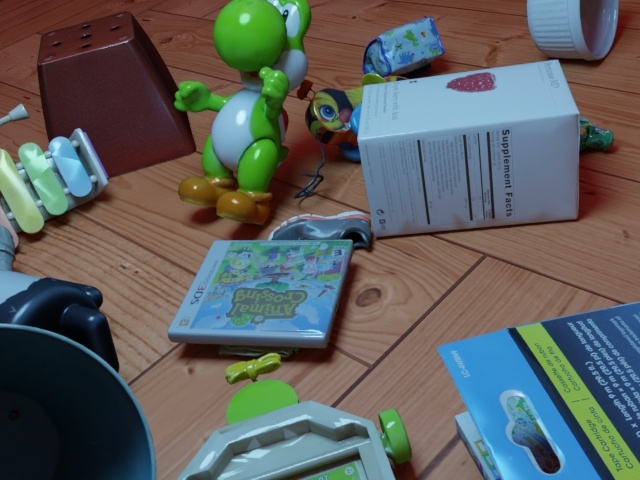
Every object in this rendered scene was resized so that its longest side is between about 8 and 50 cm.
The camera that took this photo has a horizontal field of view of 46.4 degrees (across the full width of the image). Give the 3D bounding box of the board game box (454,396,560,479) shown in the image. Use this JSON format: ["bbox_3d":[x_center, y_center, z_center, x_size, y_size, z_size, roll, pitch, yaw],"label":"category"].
[{"bbox_3d":[0.213,0.221,0.744,0.103,0.026,0.154,-19,36,-6],"label":"board game box"}]

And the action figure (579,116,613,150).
[{"bbox_3d":[0.372,-0.193,1.227,0.232,0.063,0.137,27,49,37],"label":"action figure"}]

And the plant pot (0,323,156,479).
[{"bbox_3d":[-0.325,0.227,0.741,0.290,0.290,0.195,-30,6,-22],"label":"plant pot"}]

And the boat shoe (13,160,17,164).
[{"bbox_3d":[-0.667,-0.060,1.340,0.091,0.109,0.305,15,40,40],"label":"boat shoe"}]

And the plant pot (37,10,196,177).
[{"bbox_3d":[-0.418,-0.294,1.467,0.267,0.235,0.267,-17,36,-6],"label":"plant pot"}]

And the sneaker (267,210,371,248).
[{"bbox_3d":[0.000,0.000,1.086,0.158,0.061,0.065,-13,42,1],"label":"sneaker"}]

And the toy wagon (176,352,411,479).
[{"bbox_3d":[-0.034,0.252,0.749,0.267,0.068,0.344,-17,35,-5],"label":"toy wagon"}]

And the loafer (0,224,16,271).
[{"bbox_3d":[-0.623,0.067,1.153,0.319,0.112,0.111,-21,64,10],"label":"loafer"}]

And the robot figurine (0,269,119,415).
[{"bbox_3d":[-0.391,0.124,0.944,0.278,0.209,0.173,8,81,27],"label":"robot figurine"}]

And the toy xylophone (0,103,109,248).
[{"bbox_3d":[-0.549,-0.102,1.292,0.323,0.236,0.081,-36,3,-19],"label":"toy xylophone"}]

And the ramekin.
[{"bbox_3d":[0.475,-0.443,1.411,0.109,0.207,0.207,7,40,39],"label":"ramekin"}]

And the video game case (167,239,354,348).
[{"bbox_3d":[-0.075,0.065,1.003,0.212,0.023,0.193,0,39,16],"label":"video game case"}]

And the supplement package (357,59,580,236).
[{"bbox_3d":[0.214,-0.135,1.096,0.293,0.175,0.177,-6,36,10],"label":"supplement package"}]

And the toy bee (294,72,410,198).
[{"bbox_3d":[0.046,-0.217,1.250,0.298,0.162,0.195,-30,-7,-45],"label":"toy bee"}]

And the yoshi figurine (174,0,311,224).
[{"bbox_3d":[-0.124,-0.218,1.151,0.204,0.362,0.203,16,6,-8],"label":"yoshi figurine"}]

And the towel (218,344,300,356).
[{"bbox_3d":[-0.068,0.100,0.999,0.110,0.027,0.148,-1,38,16],"label":"towel"}]

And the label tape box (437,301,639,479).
[{"bbox_3d":[0.308,0.177,0.668,0.348,0.115,0.249,-11,36,-7],"label":"label tape box"}]

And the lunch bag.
[{"bbox_3d":[0.161,-0.377,1.513,0.129,0.096,0.151,-21,7,-11],"label":"lunch bag"}]
